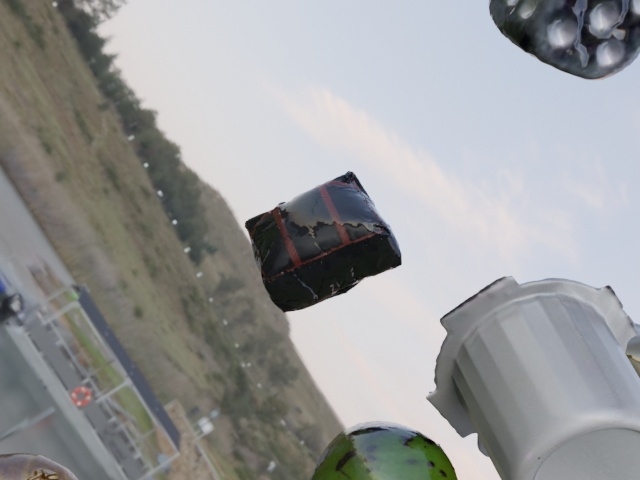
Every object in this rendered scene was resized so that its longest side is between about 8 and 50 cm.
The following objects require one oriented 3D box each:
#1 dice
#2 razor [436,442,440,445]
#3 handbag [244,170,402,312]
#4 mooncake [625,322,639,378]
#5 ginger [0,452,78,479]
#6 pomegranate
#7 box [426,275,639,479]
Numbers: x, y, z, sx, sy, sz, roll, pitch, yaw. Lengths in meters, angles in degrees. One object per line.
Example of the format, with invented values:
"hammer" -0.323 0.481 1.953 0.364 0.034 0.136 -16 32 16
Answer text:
"dice" 0.351 -0.339 1.103 0.182 0.183 0.181 -102 -146 -53
"razor" 0.201 0.403 1.452 0.190 0.066 0.033 -15 112 -79
"handbag" 0.000 0.000 1.266 0.169 0.215 0.155 -112 177 -45
"mooncake" 0.608 0.403 1.634 0.467 0.467 0.262 57 7 3
"ginger" -0.597 0.456 1.354 0.254 0.419 0.176 -172 -113 -83
"pomegranate" 0.101 0.309 0.928 0.202 0.248 0.202 -169 -90 -81
"box" 0.264 0.216 0.938 0.206 0.263 0.291 -104 -156 -59
